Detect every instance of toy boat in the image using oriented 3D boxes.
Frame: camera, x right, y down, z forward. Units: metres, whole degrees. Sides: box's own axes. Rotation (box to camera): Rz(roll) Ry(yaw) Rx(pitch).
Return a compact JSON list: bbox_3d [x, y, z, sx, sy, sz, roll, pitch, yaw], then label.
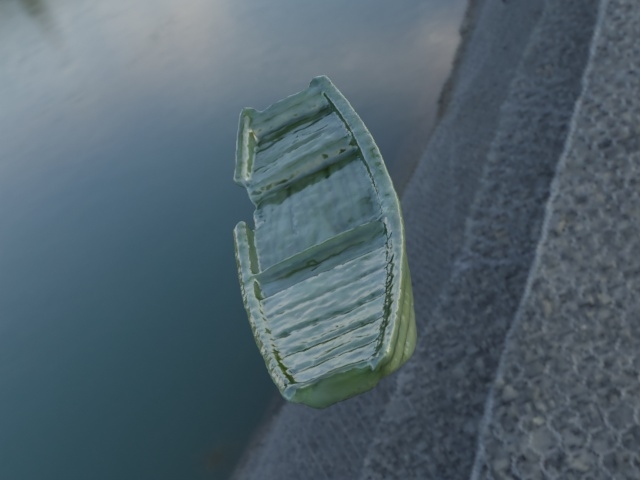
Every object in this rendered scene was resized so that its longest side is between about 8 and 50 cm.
[{"bbox_3d":[0.000,0.000,0.554,0.093,0.055,0.293,-25,30,8],"label":"toy boat"}]
